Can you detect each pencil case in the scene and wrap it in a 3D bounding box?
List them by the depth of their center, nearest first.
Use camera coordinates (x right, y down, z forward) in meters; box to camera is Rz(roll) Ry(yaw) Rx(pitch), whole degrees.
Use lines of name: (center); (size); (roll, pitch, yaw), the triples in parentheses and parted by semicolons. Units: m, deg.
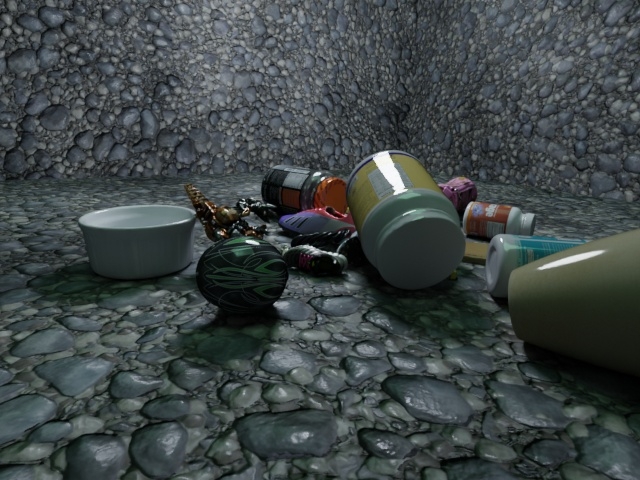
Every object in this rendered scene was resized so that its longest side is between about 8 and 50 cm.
pencil case: (0.560, -0.184, 1.785); (0.167, 0.160, 0.386); (10, 17, 31)

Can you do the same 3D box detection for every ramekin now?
ramekin: (-0.461, -0.001, 1.064); (0.277, 0.135, 0.277); (1, 15, 0)

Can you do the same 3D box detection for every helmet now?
helmet: (-0.151, 0.067, 0.810); (0.169, 0.170, 0.161); (4, -1, 7)

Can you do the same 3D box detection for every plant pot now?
plant pot: (0.465, 0.103, 0.667); (0.273, 0.257, 0.256); (-8, 7, 37)

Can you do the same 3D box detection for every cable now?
cable: (0.000, 0.000, 1.193); (0.184, 0.047, 0.150); (-8, -3, -33)

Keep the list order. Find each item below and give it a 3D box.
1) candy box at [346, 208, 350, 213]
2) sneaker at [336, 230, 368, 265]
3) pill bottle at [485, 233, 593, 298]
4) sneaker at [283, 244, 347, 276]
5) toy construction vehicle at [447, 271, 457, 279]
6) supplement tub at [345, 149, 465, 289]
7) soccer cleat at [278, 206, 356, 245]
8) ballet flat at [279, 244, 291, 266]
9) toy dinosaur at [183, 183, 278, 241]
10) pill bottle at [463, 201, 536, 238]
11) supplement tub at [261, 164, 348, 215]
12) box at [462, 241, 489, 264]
candy box: (0.208, -0.134, 1.805); (0.205, 0.027, 0.105); (-4, 13, -21)
sneaker: (0.108, 0.018, 1.189); (0.086, 0.085, 0.237); (-25, 3, 37)
pill bottle: (0.518, 0.066, 0.914); (0.263, 0.146, 0.146); (5, 16, 10)
sneaker: (-0.018, 0.053, 1.048); (0.170, 0.063, 0.075); (10, 11, 11)
toy construction vehicle: (0.305, 0.070, 1.076); (0.085, 0.035, 0.098); (1, 16, -1)
supplement tub: (0.204, -0.061, 1.044); (0.240, 0.241, 0.331); (-1, 36, -9)
soccer cleat: (-0.008, -0.064, 1.369); (0.318, 0.117, 0.108); (13, 19, 35)
ballet flat: (-0.096, 0.038, 1.142); (0.041, 0.041, 0.114); (-1, 16, -8)
toy dinosaur: (-0.225, -0.043, 1.073); (0.164, 0.322, 0.218); (-30, -3, 21)
pill bottle: (0.618, -0.063, 1.423); (0.216, 0.121, 0.121); (12, 19, 34)
supplement tub: (-0.061, -0.183, 1.621); (0.207, 0.207, 0.338); (-13, 23, -43)
box: (0.411, 0.027, 1.268); (0.201, 0.021, 0.164); (9, 18, 23)
